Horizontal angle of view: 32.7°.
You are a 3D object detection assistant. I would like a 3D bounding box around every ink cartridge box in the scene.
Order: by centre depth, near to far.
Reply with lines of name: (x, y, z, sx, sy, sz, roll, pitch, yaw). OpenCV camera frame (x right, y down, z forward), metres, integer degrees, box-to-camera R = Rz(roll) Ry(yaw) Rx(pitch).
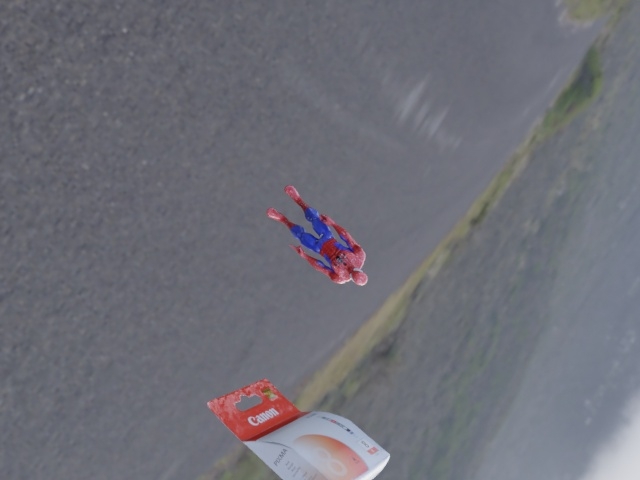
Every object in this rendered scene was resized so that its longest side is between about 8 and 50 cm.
ink cartridge box: (-0.022, 0.214, 1.229, 0.045, 0.179, 0.145, -54, 162, 20)

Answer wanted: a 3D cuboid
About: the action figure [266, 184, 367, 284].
action figure: (0.000, 0.000, 0.840, 0.038, 0.115, 0.030, -49, 142, 2)
